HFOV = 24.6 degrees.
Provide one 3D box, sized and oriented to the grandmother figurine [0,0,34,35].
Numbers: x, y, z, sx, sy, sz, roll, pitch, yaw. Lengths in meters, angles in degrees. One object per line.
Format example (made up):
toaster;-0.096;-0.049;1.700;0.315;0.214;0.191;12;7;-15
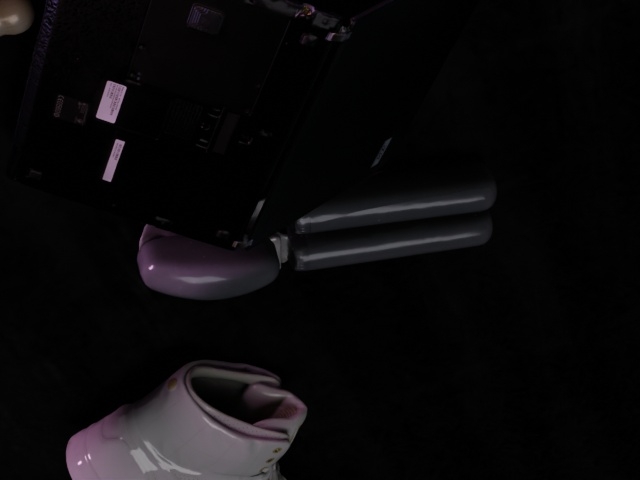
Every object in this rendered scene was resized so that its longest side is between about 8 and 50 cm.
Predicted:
grandmother figurine;-0.256;-0.169;0.849;0.342;0.104;0.208;-34;125;14

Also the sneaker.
sneaker;-0.055;0.207;1.278;0.169;0.108;0.292;-36;132;24

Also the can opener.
can opener;0.000;0.000;1.104;0.280;0.093;0.074;-11;136;-13

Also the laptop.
laptop;-0.046;-0.116;0.966;0.264;0.136;0.234;18;139;-9
